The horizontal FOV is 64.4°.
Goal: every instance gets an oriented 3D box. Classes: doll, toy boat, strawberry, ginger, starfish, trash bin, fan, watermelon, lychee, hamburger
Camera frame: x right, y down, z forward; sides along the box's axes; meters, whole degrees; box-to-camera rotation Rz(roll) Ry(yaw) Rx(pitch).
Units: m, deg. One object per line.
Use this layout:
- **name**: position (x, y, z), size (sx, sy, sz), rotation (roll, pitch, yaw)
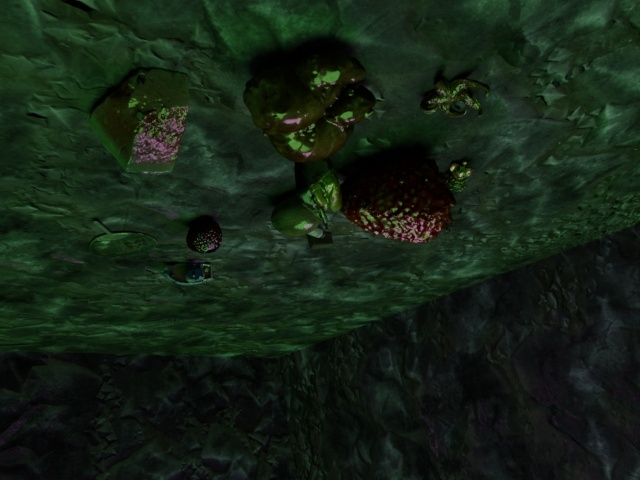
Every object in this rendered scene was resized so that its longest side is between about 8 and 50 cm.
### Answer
- **doll**: position (0.474, -0.231, 1.735), size (0.078, 0.077, 0.113), rotation (17, 123, 3)
- **toy boat**: position (-0.521, 0.129, 2.038), size (0.215, 0.088, 0.102), rotation (1, 164, -32)
- **strawberry**: position (0.230, -0.119, 1.567), size (0.343, 0.292, 0.292), rotation (-10, 158, -17)
- **ginger**: position (-0.013, -0.313, 1.202), size (0.274, 0.152, 0.357), rotation (-35, 154, 4)
- **starfish**: position (0.360, -0.371, 1.318), size (0.190, 0.074, 0.146), rotation (2, 155, -28)
- **trash bin**: position (0.000, 0.000, 2.026), size (0.092, 0.061, 0.043), rotation (0, 154, -29)
- **fan**: position (-0.679, -0.001, 1.768), size (0.223, 0.012, 0.294), rotation (1, 155, -28)
- **watermelon**: position (-0.390, -0.280, 1.157), size (0.193, 0.140, 0.256), rotation (1, 147, -46)
- **lychee**: position (-0.395, -0.014, 1.746), size (0.129, 0.123, 0.123), rotation (-54, 148, 4)
- **hamburger**: position (0.002, -0.147, 1.480), size (0.125, 0.235, 0.214), rotation (-25, 151, 7)

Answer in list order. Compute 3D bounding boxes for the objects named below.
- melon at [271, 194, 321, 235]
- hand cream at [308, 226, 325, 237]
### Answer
- **melon**: position (-0.071, -0.085, 1.697), size (0.192, 0.139, 0.139), rotation (-15, 157, 16)
- **hand cream**: position (-0.054, -0.051, 1.917), size (0.067, 0.042, 0.194), rotation (-19, 152, 36)
